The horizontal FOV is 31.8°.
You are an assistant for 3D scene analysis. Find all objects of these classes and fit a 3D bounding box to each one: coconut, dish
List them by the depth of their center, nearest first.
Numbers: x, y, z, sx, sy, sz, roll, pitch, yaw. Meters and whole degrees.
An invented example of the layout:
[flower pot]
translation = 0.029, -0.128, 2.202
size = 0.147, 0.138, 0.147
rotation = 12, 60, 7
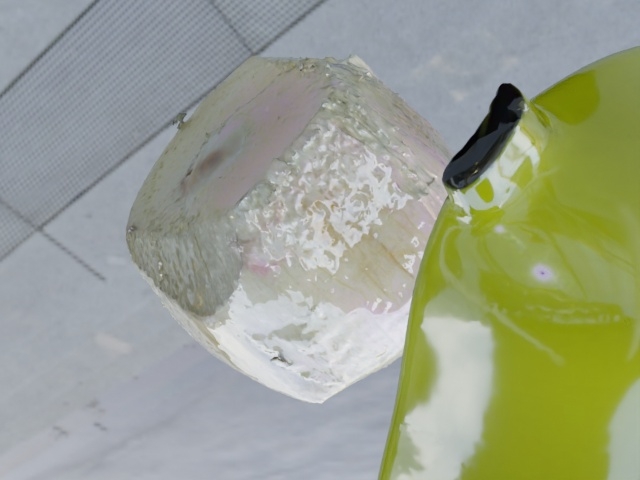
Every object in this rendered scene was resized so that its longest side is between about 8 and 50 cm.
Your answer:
[dish]
translation = 0.134, 0.056, 0.441
size = 0.221, 0.108, 0.263
rotation = -26, 130, -38
[coconut]
translation = 0.000, 0.000, 1.316
size = 0.404, 0.405, 0.405
rotation = 0, 148, 0
